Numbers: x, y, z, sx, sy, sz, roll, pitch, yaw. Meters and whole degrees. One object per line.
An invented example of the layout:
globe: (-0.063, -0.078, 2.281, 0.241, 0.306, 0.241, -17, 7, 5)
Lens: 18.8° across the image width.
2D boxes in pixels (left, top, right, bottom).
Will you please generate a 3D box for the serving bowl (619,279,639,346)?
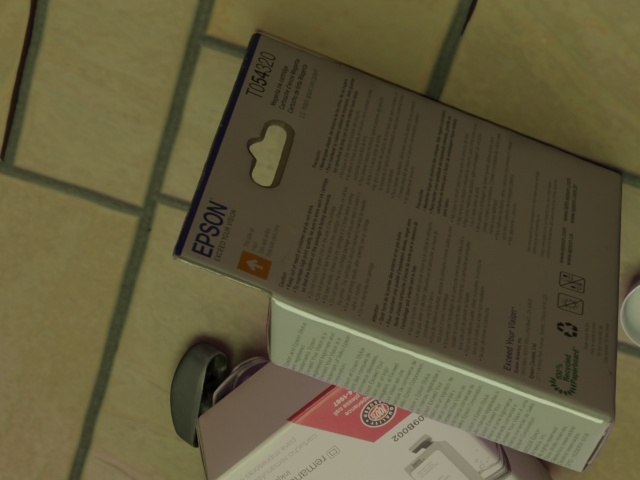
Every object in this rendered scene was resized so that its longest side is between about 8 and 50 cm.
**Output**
serving bowl: (0.297, 0.057, 1.645, 0.083, 0.027, 0.083, 6, 127, 8)

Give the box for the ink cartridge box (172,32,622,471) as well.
ink cartridge box: (0.066, 0.000, 1.464, 0.330, 0.324, 0.071, 20, 126, -3)

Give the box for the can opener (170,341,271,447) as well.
can opener: (-0.092, 0.214, 1.831, 0.095, 0.076, 0.283, 31, 135, 30)

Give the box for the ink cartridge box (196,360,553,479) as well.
ink cartridge box: (0.060, 0.212, 1.710, 0.207, 0.117, 0.283, -39, 116, 11)
